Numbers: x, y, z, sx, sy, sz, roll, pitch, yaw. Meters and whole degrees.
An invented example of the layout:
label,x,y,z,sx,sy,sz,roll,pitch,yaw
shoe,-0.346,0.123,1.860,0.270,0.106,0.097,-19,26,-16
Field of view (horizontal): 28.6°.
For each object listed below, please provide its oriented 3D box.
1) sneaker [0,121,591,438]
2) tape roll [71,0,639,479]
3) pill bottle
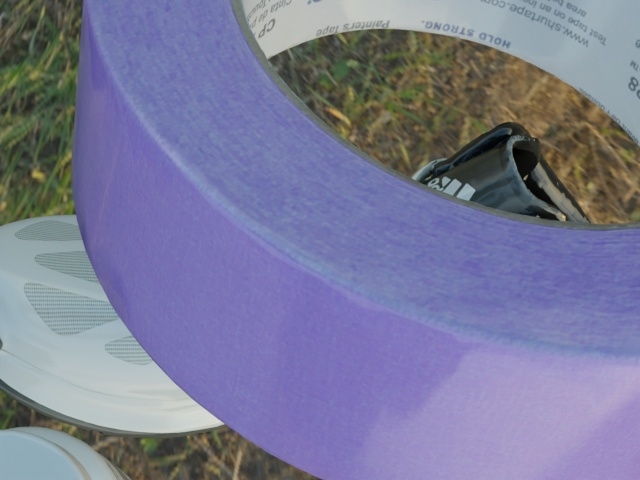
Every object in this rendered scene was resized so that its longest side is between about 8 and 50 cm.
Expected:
label,x,y,z,sx,sy,sz,roll,pitch,yaw
sneaker,0.000,-0.001,0.825,0.447,0.169,0.257,7,138,-31
tape roll,0.055,-0.046,0.431,0.275,0.275,0.090,3,138,-11
pill bottle,-0.292,0.304,1.298,0.204,0.361,0.204,0,74,0
